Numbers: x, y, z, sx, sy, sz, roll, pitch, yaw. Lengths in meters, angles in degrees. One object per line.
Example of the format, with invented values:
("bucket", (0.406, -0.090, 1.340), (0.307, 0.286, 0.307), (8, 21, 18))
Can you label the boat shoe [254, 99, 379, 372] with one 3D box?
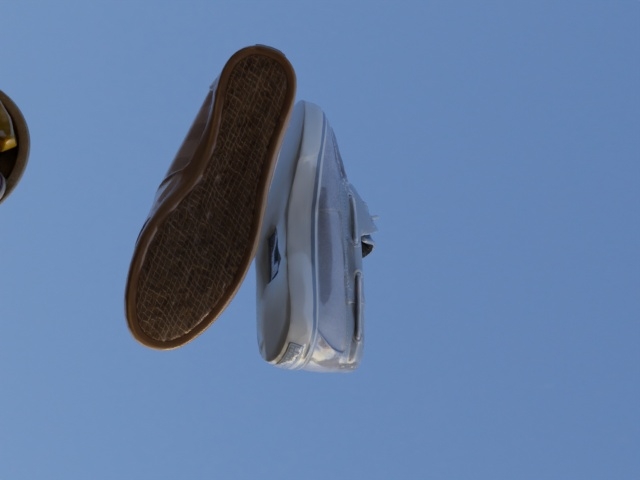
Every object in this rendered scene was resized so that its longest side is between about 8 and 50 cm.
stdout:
("boat shoe", (0.000, 0.000, 1.217), (0.079, 0.081, 0.227), (-46, -145, 48))

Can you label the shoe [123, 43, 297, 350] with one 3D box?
("shoe", (-0.072, -0.026, 1.109), (0.058, 0.077, 0.219), (161, -47, -78))

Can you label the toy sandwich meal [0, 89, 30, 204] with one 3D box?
("toy sandwich meal", (-0.149, -0.040, 0.608), (0.085, 0.086, 0.029), (56, -19, 28))
